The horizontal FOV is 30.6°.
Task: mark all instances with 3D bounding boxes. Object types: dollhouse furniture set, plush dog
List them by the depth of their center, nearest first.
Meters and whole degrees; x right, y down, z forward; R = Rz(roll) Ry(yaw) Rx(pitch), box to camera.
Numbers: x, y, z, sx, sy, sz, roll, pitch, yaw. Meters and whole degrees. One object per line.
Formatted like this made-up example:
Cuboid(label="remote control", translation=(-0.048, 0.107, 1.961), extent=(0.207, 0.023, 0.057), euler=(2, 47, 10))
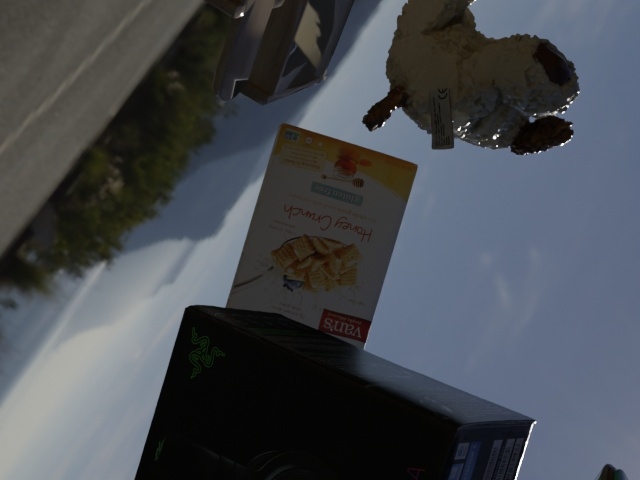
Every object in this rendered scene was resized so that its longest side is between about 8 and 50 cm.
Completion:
Cuboid(label="dollhouse furniture set", translation=(-0.146, -0.293, 1.124), extent=(0.303, 0.355, 0.174), euler=(-32, 149, -56))
Cuboid(label="plush dog", translation=(0.173, -0.177, 1.372), extent=(0.210, 0.262, 0.225), euler=(-46, 152, 13))

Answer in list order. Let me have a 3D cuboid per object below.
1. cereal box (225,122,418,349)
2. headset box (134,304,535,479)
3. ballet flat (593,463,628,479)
Cuboid(label="cereal box", translation=(0.000, 0.000, 1.390), extent=(0.047, 0.173, 0.240), euler=(-174, -80, -81))
Cuboid(label="headset box", translation=(-0.014, 0.204, 0.919), extent=(0.131, 0.283, 0.246), euler=(11, 98, -54))
Cuboid(label="ballet flat", translation=(0.245, 0.266, 0.998), extent=(0.068, 0.213, 0.072), euler=(-8, -136, 26))
